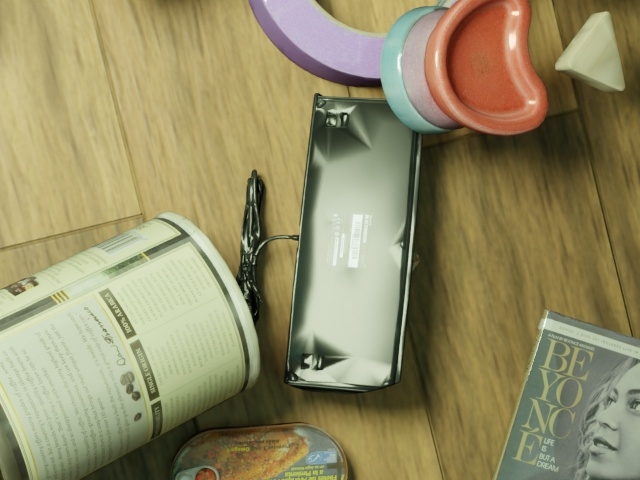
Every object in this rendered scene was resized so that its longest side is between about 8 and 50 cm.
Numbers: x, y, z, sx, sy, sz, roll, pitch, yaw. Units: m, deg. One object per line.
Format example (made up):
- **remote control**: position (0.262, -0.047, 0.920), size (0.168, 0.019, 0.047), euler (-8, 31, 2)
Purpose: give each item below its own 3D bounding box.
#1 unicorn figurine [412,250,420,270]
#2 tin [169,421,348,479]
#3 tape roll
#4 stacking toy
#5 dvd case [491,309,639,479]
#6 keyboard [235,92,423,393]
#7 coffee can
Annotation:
- **unicorn figurine**: position (0.049, 0.022, 1.583), size (0.111, 0.060, 0.162), euler (-21, 79, 1)
- **tin**: position (-0.067, 0.250, 1.568), size (0.189, 0.040, 0.106), euler (-2, 86, -9)
- **tape roll**: position (0.056, -0.304, 1.566), size (0.274, 0.090, 0.275), euler (0, 89, -9)
- **stacking toy**: position (0.168, -0.260, 1.512), size (0.279, 0.130, 0.309), euler (-7, 94, -36)
- **dvd case**: position (0.293, 0.206, 1.636), size (0.164, 0.018, 0.221), euler (18, 87, -9)
- **keyboard**: position (0.000, 0.000, 1.551), size (0.201, 0.033, 0.317), euler (4, 79, 10)
- **coffee can**: position (-0.225, 0.116, 1.423), size (0.275, 0.201, 0.202), euler (-26, 94, -26)
